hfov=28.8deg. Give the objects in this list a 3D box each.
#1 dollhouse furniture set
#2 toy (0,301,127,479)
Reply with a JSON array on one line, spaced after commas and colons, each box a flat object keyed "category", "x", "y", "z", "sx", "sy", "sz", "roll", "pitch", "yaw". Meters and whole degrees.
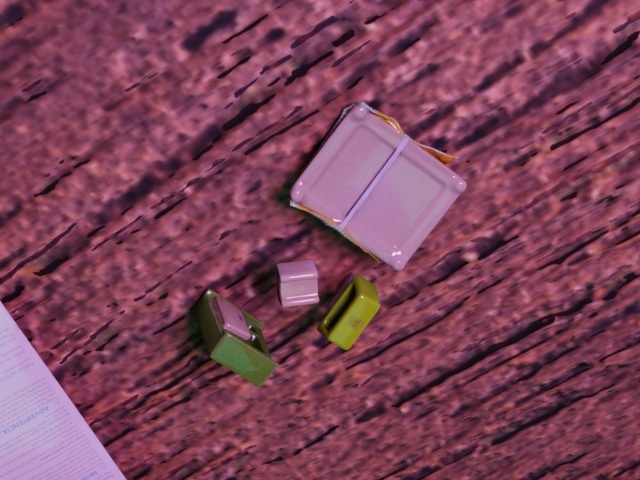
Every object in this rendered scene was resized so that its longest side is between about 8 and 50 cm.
[{"category": "dollhouse furniture set", "x": 0.000, "y": 0.000, "z": 0.632, "sx": 0.076, "sy": 0.058, "sz": 0.152, "roll": 33, "pitch": 101, "yaw": -22}, {"category": "toy", "x": -0.194, "y": 0.106, "z": 0.672, "sx": 0.136, "sy": 0.056, "sz": 0.237, "roll": -26, "pitch": 122, "yaw": 3}]
